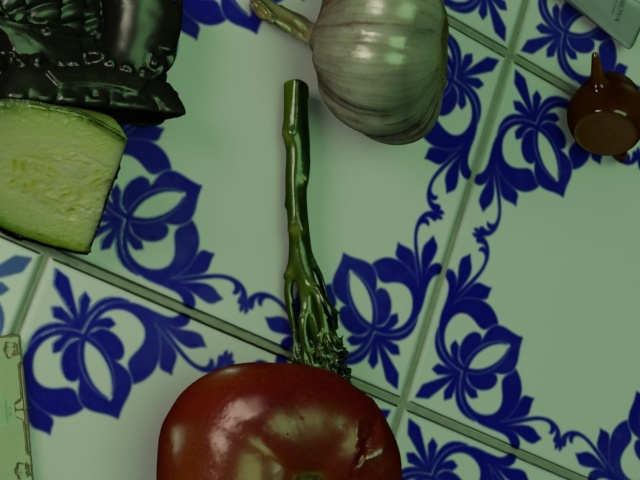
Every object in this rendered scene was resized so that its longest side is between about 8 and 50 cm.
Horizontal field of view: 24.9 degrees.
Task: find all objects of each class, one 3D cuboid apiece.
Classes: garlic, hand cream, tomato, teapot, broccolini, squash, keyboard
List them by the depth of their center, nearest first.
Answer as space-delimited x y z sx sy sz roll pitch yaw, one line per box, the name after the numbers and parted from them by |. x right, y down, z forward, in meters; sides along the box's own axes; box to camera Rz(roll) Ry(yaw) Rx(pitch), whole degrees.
-0.309 -0.096 1.585 0.184 0.192 0.085 20 36 -8 | squash
-0.345 0.187 1.589 0.055 0.017 0.166 -5 87 -24 | keyboard
-0.059 0.276 1.617 0.298 0.226 0.299 -1 93 -28 | tomato
0.034 -0.250 1.758 0.253 0.245 0.245 11 78 9 | garlic
-0.005 0.000 1.774 0.078 0.074 0.392 -3 84 13 | broccolini
0.395 -0.180 1.986 0.116 0.116 0.173 -53 136 -22 | teapot
0.351 -0.354 2.003 0.255 0.048 0.079 29 71 -24 | hand cream

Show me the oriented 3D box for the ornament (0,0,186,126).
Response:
-0.267 -0.262 1.638 0.251 0.106 0.260 1 80 -31 | ornament
